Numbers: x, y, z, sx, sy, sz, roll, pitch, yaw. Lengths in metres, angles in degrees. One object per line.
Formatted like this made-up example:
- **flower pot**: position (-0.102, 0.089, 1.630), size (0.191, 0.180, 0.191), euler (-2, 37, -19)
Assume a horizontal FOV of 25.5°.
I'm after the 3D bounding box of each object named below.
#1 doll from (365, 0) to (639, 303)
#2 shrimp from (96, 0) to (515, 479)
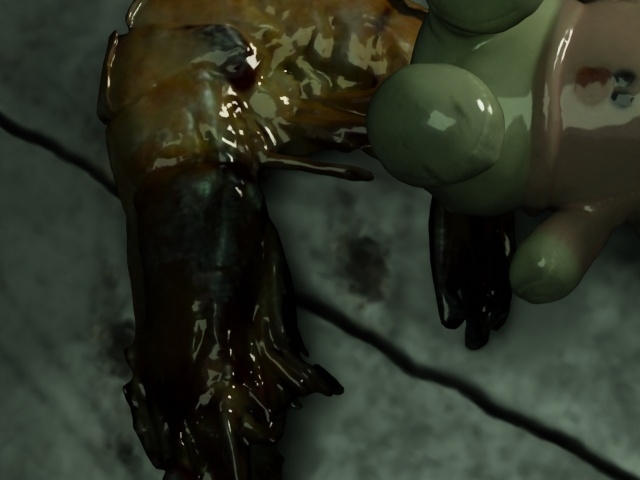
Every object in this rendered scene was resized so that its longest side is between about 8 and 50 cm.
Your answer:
- **doll**: position (0.145, -0.044, 0.549), size (0.275, 0.113, 0.154), euler (10, 74, -14)
- **shrimp**: position (0.001, 0.002, 0.602), size (0.178, 0.075, 0.289), euler (-11, 67, 5)
